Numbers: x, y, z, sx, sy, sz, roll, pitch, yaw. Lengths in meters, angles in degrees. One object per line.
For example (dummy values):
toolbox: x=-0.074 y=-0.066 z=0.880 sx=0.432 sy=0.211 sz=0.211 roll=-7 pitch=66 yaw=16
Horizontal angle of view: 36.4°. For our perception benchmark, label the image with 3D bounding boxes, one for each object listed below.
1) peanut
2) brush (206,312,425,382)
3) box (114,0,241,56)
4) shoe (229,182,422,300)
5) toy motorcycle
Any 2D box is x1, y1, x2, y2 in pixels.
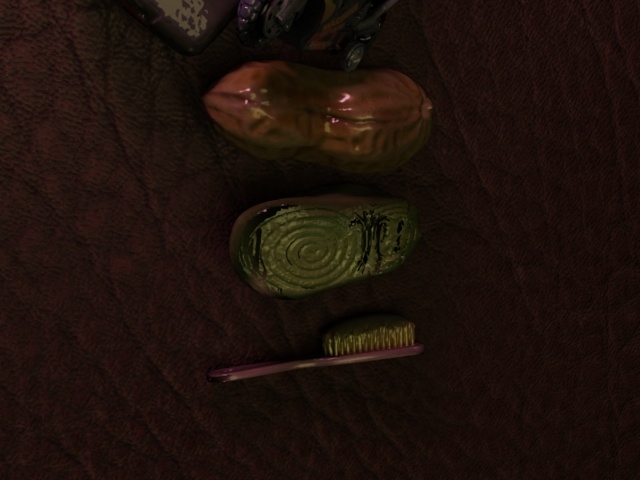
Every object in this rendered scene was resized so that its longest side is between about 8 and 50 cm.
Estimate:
peanut: x=0.001 y=-0.153 z=1.179 sx=0.305 sy=0.147 sz=0.147 roll=5 pitch=105 yaw=-24
brush: x=-0.006 y=0.146 z=1.333 sx=0.312 sy=0.072 sz=0.067 roll=-7 pitch=87 yaw=-17
box: x=-0.179 y=-0.314 z=1.058 sx=0.210 sy=0.129 sz=0.148 roll=41 pitch=88 yaw=-28
shoe: x=0.003 y=0.003 z=1.243 sx=0.262 sy=0.128 sz=0.140 roll=-9 pitch=100 yaw=-23
toy motorcycle: x=0.012 y=-0.290 z=1.097 sx=0.307 sy=0.108 sz=0.173 roll=-18 pitch=136 yaw=-60
